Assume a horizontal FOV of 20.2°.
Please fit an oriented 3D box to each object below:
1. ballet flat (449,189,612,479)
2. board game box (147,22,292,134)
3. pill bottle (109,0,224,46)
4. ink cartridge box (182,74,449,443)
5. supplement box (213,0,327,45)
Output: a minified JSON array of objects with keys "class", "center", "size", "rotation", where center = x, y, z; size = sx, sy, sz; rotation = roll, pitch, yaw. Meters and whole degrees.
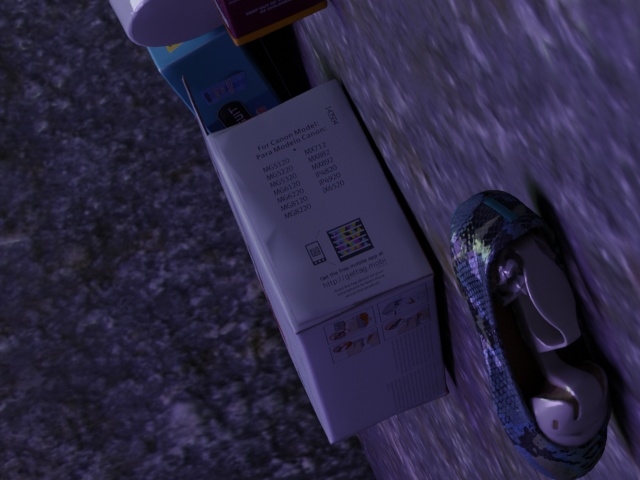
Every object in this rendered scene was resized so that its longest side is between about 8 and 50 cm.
[{"class":"ballet flat","center":[0.123,0.061,0.981],"size":[0.188,0.070,0.070],"rotation":[63,177,-23]},{"class":"board game box","center":[-0.115,-0.201,1.833],"size":[0.254,0.079,0.336],"rotation":[62,-175,30]},{"class":"pill bottle","center":[-0.167,-0.326,1.598],"size":[0.160,0.160,0.283],"rotation":[80,164,-74]},{"class":"ink cartridge box","center":[0.000,0.000,1.625],"size":[0.309,0.130,0.272],"rotation":[76,170,-66]},{"class":"supplement box","center":[-0.062,-0.246,1.314],"size":[0.188,0.081,0.104],"rotation":[72,172,-60]}]
